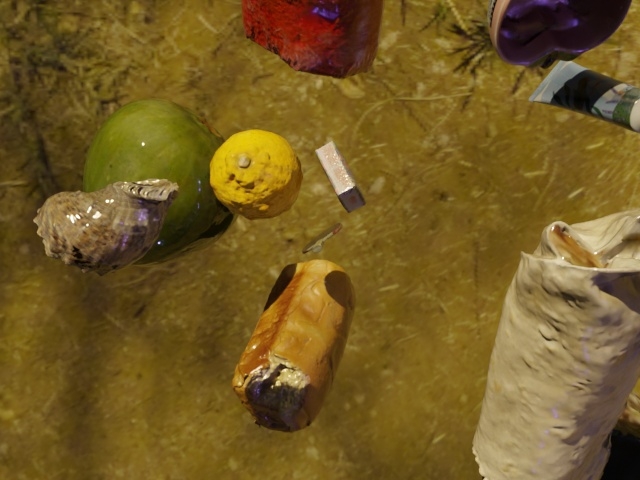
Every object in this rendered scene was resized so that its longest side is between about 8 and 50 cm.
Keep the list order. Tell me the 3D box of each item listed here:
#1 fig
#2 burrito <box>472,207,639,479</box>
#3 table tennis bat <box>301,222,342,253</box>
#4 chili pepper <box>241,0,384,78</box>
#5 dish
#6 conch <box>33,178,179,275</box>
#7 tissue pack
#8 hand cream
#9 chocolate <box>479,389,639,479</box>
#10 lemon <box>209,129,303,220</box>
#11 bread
[{"bbox_3d":[-0.296,-0.088,1.603,0.316,0.316,0.316,7,104,28],"label":"fig"},{"bbox_3d":[0.122,0.062,0.438,0.226,0.087,0.060,89,156,-47],"label":"burrito"},{"bbox_3d":[0.000,0.000,1.596,0.087,0.156,0.013,-33,97,11],"label":"table tennis bat"},{"bbox_3d":[-0.019,-0.408,1.456,0.251,0.229,0.305,5,132,2],"label":"chili pepper"},{"bbox_3d":[0.312,-0.337,1.200,0.213,0.213,0.090,-50,46,28],"label":"dish"},{"bbox_3d":[-0.266,-0.032,1.137,0.207,0.155,0.130,-31,105,16],"label":"conch"},{"bbox_3d":[0.028,-0.087,1.225,0.035,0.063,0.083,-29,63,3],"label":"tissue pack"},{"bbox_3d":[0.424,-0.219,1.363,0.091,0.058,0.271,-53,33,4],"label":"hand cream"},{"bbox_3d":[0.342,0.275,1.149,0.340,0.210,0.225,37,113,-20],"label":"chocolate"},{"bbox_3d":[-0.081,-0.082,1.115,0.114,0.155,0.114,-2,79,12],"label":"lemon"},{"bbox_3d":[-0.034,0.204,1.745,0.149,0.344,0.195,-5,135,30],"label":"bread"}]
